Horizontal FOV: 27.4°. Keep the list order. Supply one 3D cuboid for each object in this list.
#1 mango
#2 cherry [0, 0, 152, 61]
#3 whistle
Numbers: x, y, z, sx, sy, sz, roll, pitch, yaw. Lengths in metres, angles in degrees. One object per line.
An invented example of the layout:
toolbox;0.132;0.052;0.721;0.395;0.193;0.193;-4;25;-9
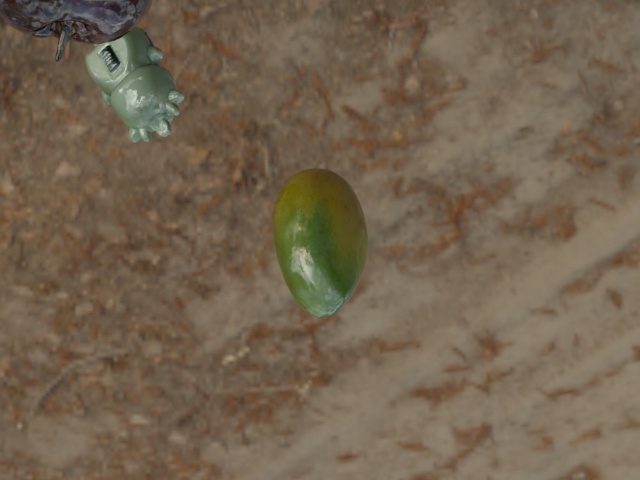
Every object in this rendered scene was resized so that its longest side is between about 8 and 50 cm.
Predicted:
mango;0.000;0.000;1.486;0.092;0.194;0.130;-22;140;25
cherry;-0.288;-0.317;1.501;0.195;0.195;0.195;-3;141;-2
whistle;-0.262;-0.234;1.798;0.110;0.244;0.092;-42;153;17
